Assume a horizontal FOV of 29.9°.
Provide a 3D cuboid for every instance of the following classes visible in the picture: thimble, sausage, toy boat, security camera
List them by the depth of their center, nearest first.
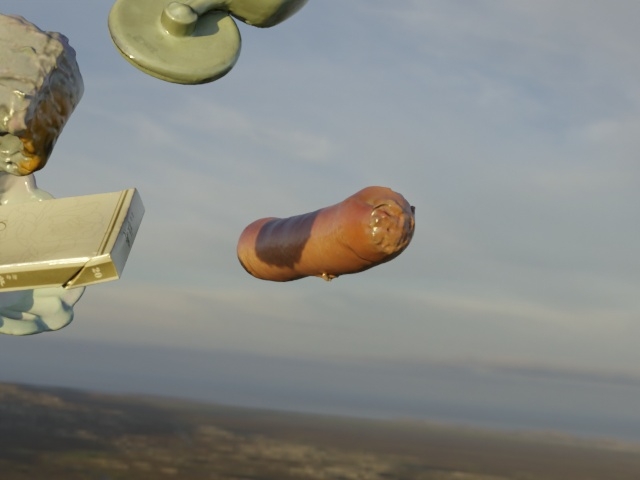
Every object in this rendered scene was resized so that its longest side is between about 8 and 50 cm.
[{"bbox_3d":[-0.300,-0.138,1.088,0.151,0.117,0.127,17,-26,6],"label":"thimble"},{"bbox_3d":[-0.365,-0.005,1.259,0.199,0.290,0.100,3,-37,-45],"label":"toy boat"},{"bbox_3d":[-0.122,-0.290,1.415,0.157,0.301,0.080,37,-41,9],"label":"security camera"},{"bbox_3d":[0.000,0.000,1.453,0.094,0.094,0.419,-23,4,-25],"label":"sausage"}]

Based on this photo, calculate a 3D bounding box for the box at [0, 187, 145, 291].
[{"bbox_3d":[-0.247,0.005,0.959,0.198,0.029,0.109,-6,30,7],"label":"box"}]
